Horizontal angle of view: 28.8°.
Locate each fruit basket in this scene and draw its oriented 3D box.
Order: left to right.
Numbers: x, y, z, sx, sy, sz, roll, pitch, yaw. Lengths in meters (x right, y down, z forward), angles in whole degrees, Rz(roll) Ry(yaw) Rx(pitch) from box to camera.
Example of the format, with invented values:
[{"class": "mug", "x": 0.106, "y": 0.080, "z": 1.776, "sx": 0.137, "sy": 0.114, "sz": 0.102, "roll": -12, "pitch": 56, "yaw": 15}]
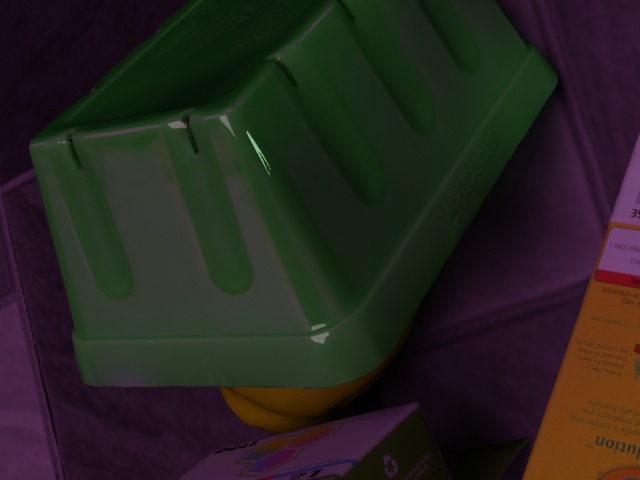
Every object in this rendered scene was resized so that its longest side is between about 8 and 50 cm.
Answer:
[{"class": "fruit basket", "x": 0.000, "y": 0.000, "z": 0.896, "sx": 0.283, "sy": 0.392, "sz": 0.392, "roll": -4, "pitch": 87, "yaw": 35}]

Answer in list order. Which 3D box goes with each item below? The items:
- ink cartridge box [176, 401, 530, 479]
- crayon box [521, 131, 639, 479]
[{"class": "ink cartridge box", "x": 0.011, "y": 0.173, "z": 0.886, "sx": 0.188, "sy": 0.255, "sz": 0.097, "roll": -19, "pitch": 97, "yaw": 33}, {"class": "crayon box", "x": 0.250, "y": 0.093, "z": 0.758, "sx": 0.202, "sy": 0.081, "sz": 0.319, "roll": 11, "pitch": 68, "yaw": 34}]
